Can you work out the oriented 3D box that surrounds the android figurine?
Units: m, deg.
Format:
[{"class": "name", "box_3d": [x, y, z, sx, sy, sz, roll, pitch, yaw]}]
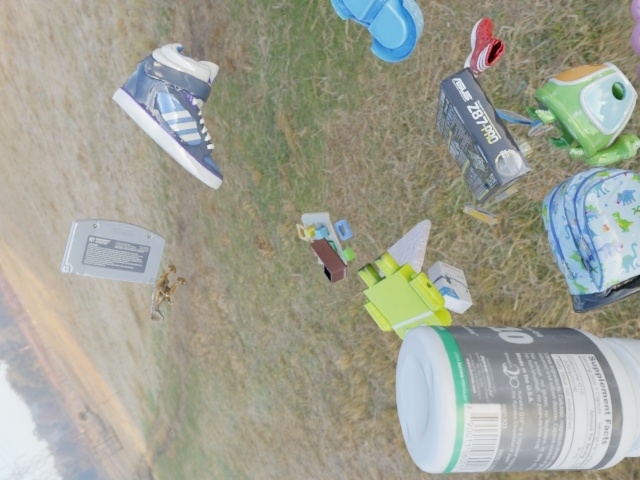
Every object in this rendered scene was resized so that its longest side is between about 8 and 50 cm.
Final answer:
[{"class": "android figurine", "box_3d": [0.207, 0.159, 1.103, 0.272, 0.056, 0.248, 53, 146, 2]}]

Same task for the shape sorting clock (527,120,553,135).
[{"class": "shape sorting clock", "box_3d": [0.839, -0.427, 1.597, 0.206, 0.206, 0.040, -30, 79, 58]}]

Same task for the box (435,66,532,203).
[{"class": "box", "box_3d": [0.451, -0.282, 1.316, 0.318, 0.097, 0.395, 65, -170, 8]}]

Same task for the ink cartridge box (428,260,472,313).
[{"class": "ink cartridge box", "box_3d": [0.545, 0.196, 1.903, 0.082, 0.140, 0.190, -54, 24, 40]}]

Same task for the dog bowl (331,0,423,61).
[{"class": "dog bowl", "box_3d": [0.156, -0.627, 1.213, 0.297, 0.074, 0.166, 45, 150, -4]}]

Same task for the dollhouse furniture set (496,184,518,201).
[{"class": "dollhouse furniture set", "box_3d": [0.676, -0.221, 1.831, 0.144, 0.151, 0.123, 66, 161, 8]}]

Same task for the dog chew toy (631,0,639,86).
[{"class": "dog chew toy", "box_3d": [0.953, -0.551, 1.219, 0.207, 0.207, 0.331, -17, 98, 58]}]

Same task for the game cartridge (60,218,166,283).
[{"class": "game cartridge", "box_3d": [-0.685, 0.033, 1.515, 0.062, 0.297, 0.197, 9, 86, 52]}]

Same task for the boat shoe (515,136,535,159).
[{"class": "boat shoe", "box_3d": [0.746, -0.339, 1.862, 0.285, 0.105, 0.089, -22, 95, 59]}]

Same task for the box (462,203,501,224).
[{"class": "box", "box_3d": [0.595, -0.099, 1.675, 0.136, 0.081, 0.028, 29, 113, 34]}]

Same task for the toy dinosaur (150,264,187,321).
[{"class": "toy dinosaur", "box_3d": [-0.386, 0.110, 1.100, 0.064, 0.112, 0.211, 45, -168, -27]}]

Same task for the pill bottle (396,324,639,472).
[{"class": "pill bottle", "box_3d": [0.313, 0.232, 0.673, 0.204, 0.362, 0.204, -177, 90, -83]}]

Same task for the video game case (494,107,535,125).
[{"class": "video game case", "box_3d": [0.741, -0.478, 1.738, 0.119, 0.167, 0.015, 46, 129, 39]}]

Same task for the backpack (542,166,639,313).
[{"class": "backpack", "box_3d": [0.767, -0.021, 1.216, 0.273, 0.291, 0.355, 72, 179, -70]}]

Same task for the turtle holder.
[{"class": "turtle holder", "box_3d": [0.785, -0.359, 1.304, 0.227, 0.243, 0.320, -40, 75, 23]}]

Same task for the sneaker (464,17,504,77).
[{"class": "sneaker", "box_3d": [0.556, -0.645, 1.467, 0.128, 0.087, 0.221, -6, 68, 63]}]

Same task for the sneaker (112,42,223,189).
[{"class": "sneaker", "box_3d": [-0.296, -0.308, 1.083, 0.323, 0.236, 0.130, 45, 173, -23]}]

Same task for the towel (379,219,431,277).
[{"class": "towel", "box_3d": [0.353, 0.101, 1.955, 0.054, 0.331, 0.317, 31, 140, -9]}]

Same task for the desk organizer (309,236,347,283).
[{"class": "desk organizer", "box_3d": [0.021, 0.054, 1.242, 0.130, 0.050, 0.047, 53, 157, 37]}]

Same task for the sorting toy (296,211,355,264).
[{"class": "sorting toy", "box_3d": [0.000, 0.000, 1.562, 0.348, 0.047, 0.195, 3, 116, 59]}]
